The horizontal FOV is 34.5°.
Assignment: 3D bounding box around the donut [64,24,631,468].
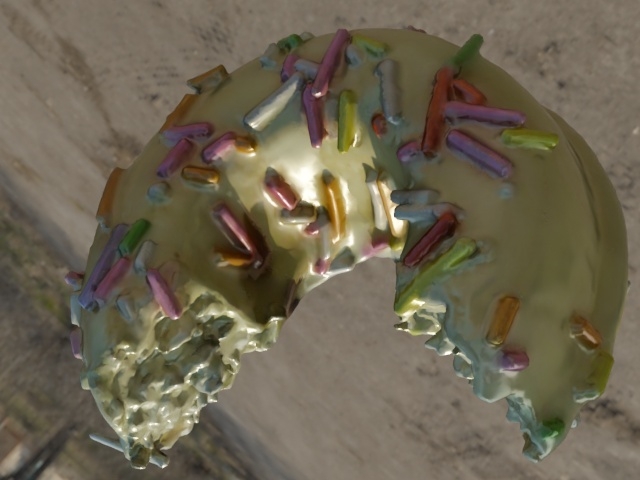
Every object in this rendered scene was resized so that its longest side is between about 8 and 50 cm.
[{"bbox_3d":[0.008,-0.007,0.682,0.371,0.307,0.150,-6,146,26],"label":"donut"}]
